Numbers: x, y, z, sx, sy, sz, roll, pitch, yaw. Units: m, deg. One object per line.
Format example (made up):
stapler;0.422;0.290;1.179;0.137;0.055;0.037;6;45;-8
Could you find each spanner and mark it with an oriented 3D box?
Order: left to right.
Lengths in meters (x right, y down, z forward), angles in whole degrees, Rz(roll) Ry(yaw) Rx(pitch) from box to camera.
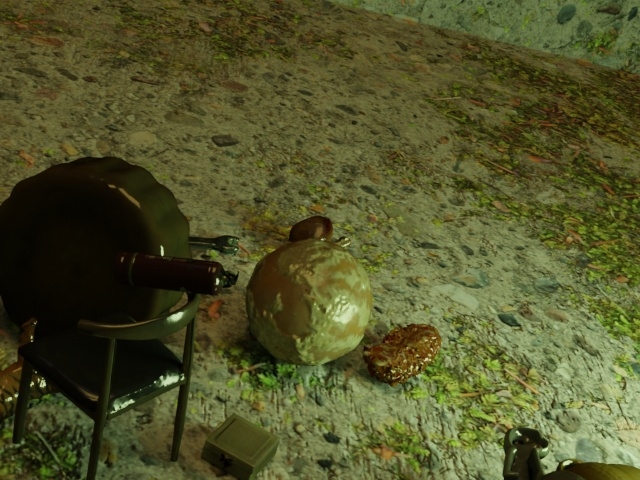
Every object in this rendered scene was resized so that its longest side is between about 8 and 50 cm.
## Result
spanner;-0.266;-0.002;1.912;0.255;0.015;0.054;5;31;-21

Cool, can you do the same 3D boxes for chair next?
chair;-0.265;0.162;1.355;0.166;0.272;0.188;33;32;27

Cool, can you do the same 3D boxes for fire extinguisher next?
fire extinguisher;-0.172;0.042;1.309;0.158;0.064;0.043;7;68;9

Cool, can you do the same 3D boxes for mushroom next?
mushroom;-0.001;-0.011;2.011;0.130;0.072;0.088;-2;3;-34

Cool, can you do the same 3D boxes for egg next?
egg;-0.013;0.094;1.684;0.203;0.203;0.245;22;22;9

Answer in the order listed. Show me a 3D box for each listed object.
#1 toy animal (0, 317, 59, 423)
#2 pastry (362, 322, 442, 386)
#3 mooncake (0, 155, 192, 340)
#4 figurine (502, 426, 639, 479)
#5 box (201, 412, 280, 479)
toy animal;-0.434;0.208;1.392;0.116;0.114;0.255;60;35;-10
pastry;0.136;0.191;1.741;0.087;0.063;0.169;25;33;34
mooncake;-0.331;0.021;1.566;0.290;0.290;0.161;22;19;11
figurine;0.341;0.378;1.402;0.285;0.167;0.342;-16;62;-32
box;-0.110;0.285;1.466;0.079;0.035;0.083;26;31;17
